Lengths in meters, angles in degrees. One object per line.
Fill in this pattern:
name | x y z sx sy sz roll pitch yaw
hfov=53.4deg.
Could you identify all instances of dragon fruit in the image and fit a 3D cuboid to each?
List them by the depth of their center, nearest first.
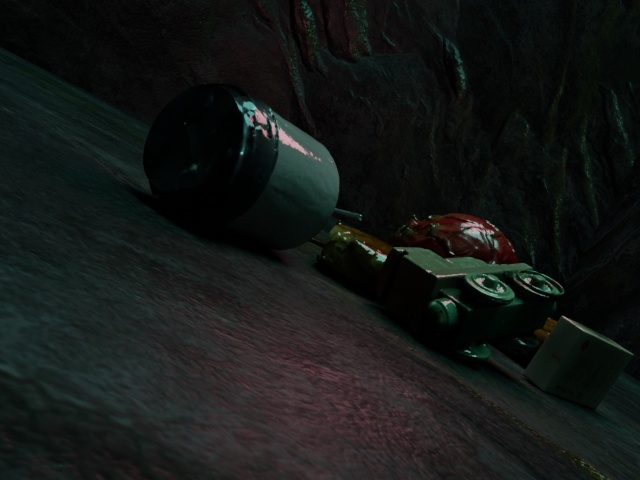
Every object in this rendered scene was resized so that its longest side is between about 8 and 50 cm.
dragon fruit | 0.281 0.058 1.367 0.298 0.244 0.244 23 4 12

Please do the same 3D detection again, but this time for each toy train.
toy train | 0.264 0.096 1.103 0.304 0.150 0.221 0 25 -37

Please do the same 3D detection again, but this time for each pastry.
pastry | 0.087 0.040 1.249 0.218 0.100 0.229 22 8 -32

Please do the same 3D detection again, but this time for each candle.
candle | -0.105 -0.103 1.055 0.221 0.221 0.342 32 3 38

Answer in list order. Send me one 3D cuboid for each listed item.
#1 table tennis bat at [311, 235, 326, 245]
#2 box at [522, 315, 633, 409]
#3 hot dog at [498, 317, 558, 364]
table tennis bat | 0.000 0.000 1.683 0.234 0.022 0.131 22 6 -34
box | 0.493 0.236 1.211 0.201 0.141 0.058 22 13 -37
hot dog | 0.464 0.214 1.440 0.158 0.117 0.349 29 1 -31
